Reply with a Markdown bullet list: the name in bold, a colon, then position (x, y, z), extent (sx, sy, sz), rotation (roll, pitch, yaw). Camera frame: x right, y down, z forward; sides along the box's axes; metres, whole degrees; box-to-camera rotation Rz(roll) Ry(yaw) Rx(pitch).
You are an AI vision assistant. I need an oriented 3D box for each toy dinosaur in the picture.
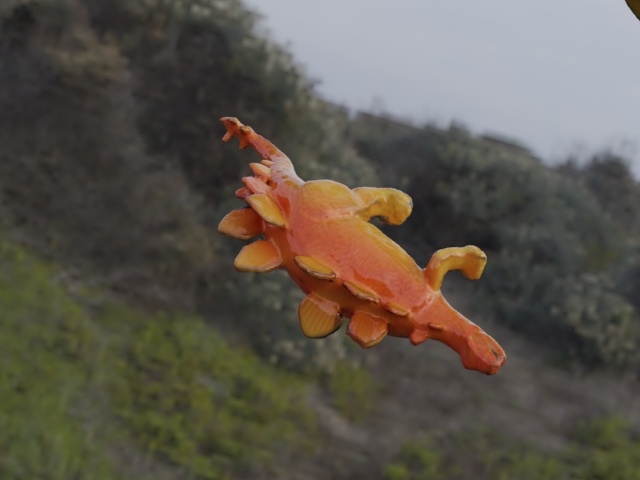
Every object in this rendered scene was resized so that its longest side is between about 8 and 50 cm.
- **toy dinosaur**: position (0.000, 0.000, 1.165), extent (0.117, 0.070, 0.288), rotation (-17, 47, -42)

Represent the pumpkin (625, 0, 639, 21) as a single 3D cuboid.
- **pumpkin**: position (0.386, -0.227, 1.756), extent (0.248, 0.131, 0.126), rotation (53, -24, 13)
